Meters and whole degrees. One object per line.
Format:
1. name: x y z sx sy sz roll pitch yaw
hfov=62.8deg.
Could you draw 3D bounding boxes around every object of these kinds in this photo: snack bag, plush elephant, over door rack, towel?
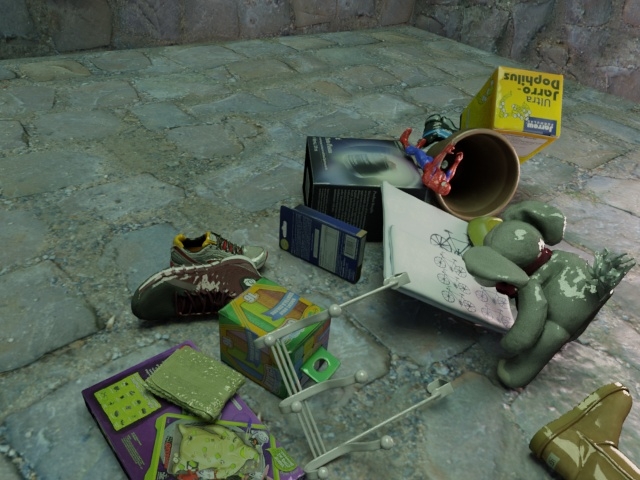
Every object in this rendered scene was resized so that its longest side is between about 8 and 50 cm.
1. snack bag: 0.282 0.028 1.190 0.323 0.037 0.342 23 41 -17
2. plush elephant: 0.403 0.074 1.020 0.272 0.330 0.255 -28 57 -29
3. over door rack: 0.078 0.206 0.870 0.324 0.239 0.108 -20 -2 -31
4. towel: -0.212 0.239 0.888 0.148 0.027 0.110 18 35 20

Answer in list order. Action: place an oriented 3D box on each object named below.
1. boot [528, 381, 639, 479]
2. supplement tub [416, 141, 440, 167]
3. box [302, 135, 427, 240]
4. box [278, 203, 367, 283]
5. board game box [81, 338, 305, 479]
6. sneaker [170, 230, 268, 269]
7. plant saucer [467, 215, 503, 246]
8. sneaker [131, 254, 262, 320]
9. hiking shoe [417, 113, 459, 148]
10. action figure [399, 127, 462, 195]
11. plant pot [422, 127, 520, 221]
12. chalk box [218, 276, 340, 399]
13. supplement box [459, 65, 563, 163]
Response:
1. boot: 0.503 0.377 0.821 0.236 0.089 0.269 -24 43 -20
2. supplement tub: 0.379 -0.289 1.784 0.071 0.071 0.107 26 39 27
3. box: 0.108 -0.149 1.446 0.294 0.182 0.296 2 35 -7
4. box: 0.000 0.000 1.248 0.225 0.136 0.036 23 39 24
5. board game box: -0.212 0.315 0.840 0.208 0.056 0.347 -26 45 -32
6. sneaker: -0.234 0.030 1.210 0.225 0.092 0.088 0 35 -9
7. plant saucer: 0.472 0.019 1.292 0.241 0.037 0.241 23 36 -18
8. sneaker: -0.224 0.117 1.065 0.281 0.106 0.162 -19 37 -32
9. hiking shoe: 0.504 -0.337 1.871 0.304 0.113 0.132 19 66 9
10. action figure: 0.299 -0.222 1.341 0.091 0.139 0.280 27 31 -28
11. plant pot: 0.408 -0.208 1.547 0.263 0.263 0.229 -3 18 -13
12. chalk box: -0.066 0.188 0.968 0.213 0.132 0.132 24 39 25
13. supplement box: 0.577 -0.363 1.642 0.194 0.195 0.356 7 -9 -2
